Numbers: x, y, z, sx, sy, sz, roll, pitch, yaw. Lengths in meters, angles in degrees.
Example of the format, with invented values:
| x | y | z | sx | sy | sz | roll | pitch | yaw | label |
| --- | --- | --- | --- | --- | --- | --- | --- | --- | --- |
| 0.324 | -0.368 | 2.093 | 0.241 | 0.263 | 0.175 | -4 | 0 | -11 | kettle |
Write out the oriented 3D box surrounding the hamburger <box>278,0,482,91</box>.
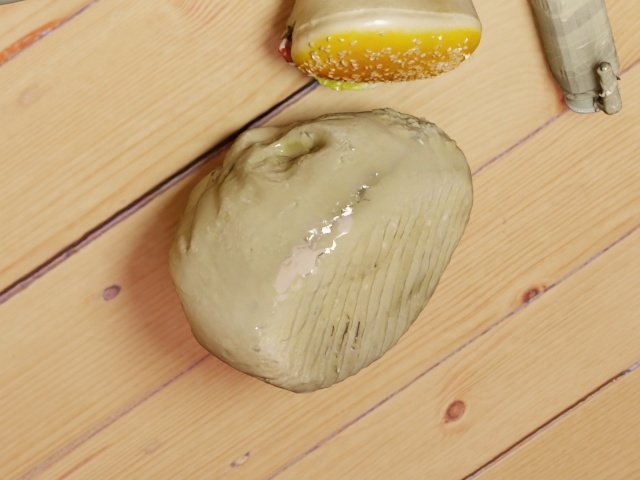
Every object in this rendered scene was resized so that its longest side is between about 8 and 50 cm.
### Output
| x | y | z | sx | sy | sz | roll | pitch | yaw | label |
| --- | --- | --- | --- | --- | --- | --- | --- | --- | --- |
| 0.065 | -0.219 | 1.893 | 0.210 | 0.173 | 0.116 | 2 | 86 | -30 | hamburger |

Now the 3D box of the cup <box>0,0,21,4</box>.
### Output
| x | y | z | sx | sy | sz | roll | pitch | yaw | label |
| --- | --- | --- | --- | --- | --- | --- | --- | --- | --- |
| -0.234 | -0.307 | 1.675 | 0.234 | 0.186 | 0.258 | -25 | 161 | 4 | cup |

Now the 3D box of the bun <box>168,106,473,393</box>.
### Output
| x | y | z | sx | sy | sz | roll | pitch | yaw | label |
| --- | --- | --- | --- | --- | --- | --- | --- | --- | --- |
| 0.000 | 0.000 | 1.987 | 0.362 | 0.234 | 0.326 | -37 | 142 | -18 | bun |

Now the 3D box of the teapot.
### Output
| x | y | z | sx | sy | sz | roll | pitch | yaw | label |
| --- | --- | --- | --- | --- | --- | --- | --- | --- | --- |
| 0.298 | -0.228 | 2.036 | 0.077 | 0.107 | 0.200 | -30 | 134 | -7 | teapot |
